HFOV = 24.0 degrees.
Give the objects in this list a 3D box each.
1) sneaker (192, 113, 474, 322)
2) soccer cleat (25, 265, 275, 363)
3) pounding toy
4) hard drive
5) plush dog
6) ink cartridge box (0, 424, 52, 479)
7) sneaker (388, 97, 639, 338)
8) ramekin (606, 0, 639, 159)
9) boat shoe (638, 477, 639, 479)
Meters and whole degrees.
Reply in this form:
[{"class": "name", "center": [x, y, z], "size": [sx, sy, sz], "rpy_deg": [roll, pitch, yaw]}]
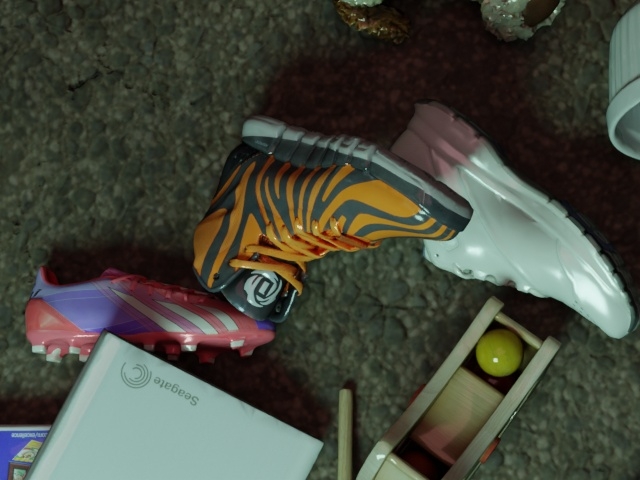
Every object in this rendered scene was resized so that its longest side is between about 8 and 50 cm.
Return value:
[{"class": "sneaker", "center": [0.000, 0.000, 1.368], "size": [0.321, 0.124, 0.180], "rpy_deg": [18, 79, 56]}, {"class": "soccer cleat", "center": [-0.166, 0.068, 1.457], "size": [0.248, 0.083, 0.095], "rpy_deg": [-2, 74, 10]}, {"class": "pounding toy", "center": [0.080, 0.162, 1.363], "size": [0.155, 0.154, 0.269], "rpy_deg": [35, 86, 13]}, {"class": "hard drive", "center": [-0.178, 0.291, 1.387], "size": [0.233, 0.047, 0.353], "rpy_deg": [29, 83, -14]}, {"class": "plush dog", "center": [0.092, -0.312, 1.439], "size": [0.225, 0.262, 0.210], "rpy_deg": [-23, 43, -6]}, {"class": "ink cartridge box", "center": [-0.310, 0.281, 1.451], "size": [0.206, 0.045, 0.208], "rpy_deg": [-1, 81, 8]}, {"class": "sneaker", "center": [0.175, -0.004, 1.420], "size": [0.297, 0.111, 0.129], "rpy_deg": [42, 99, 20]}, {"class": "ramekin", "center": [0.359, -0.157, 1.363], "size": [0.207, 0.207, 0.109], "rpy_deg": [-6, 70, 7]}, {"class": "boat shoe", "center": [0.326, 0.221, 1.347], "size": [0.285, 0.103, 0.092], "rpy_deg": [-49, 44, -3]}]
